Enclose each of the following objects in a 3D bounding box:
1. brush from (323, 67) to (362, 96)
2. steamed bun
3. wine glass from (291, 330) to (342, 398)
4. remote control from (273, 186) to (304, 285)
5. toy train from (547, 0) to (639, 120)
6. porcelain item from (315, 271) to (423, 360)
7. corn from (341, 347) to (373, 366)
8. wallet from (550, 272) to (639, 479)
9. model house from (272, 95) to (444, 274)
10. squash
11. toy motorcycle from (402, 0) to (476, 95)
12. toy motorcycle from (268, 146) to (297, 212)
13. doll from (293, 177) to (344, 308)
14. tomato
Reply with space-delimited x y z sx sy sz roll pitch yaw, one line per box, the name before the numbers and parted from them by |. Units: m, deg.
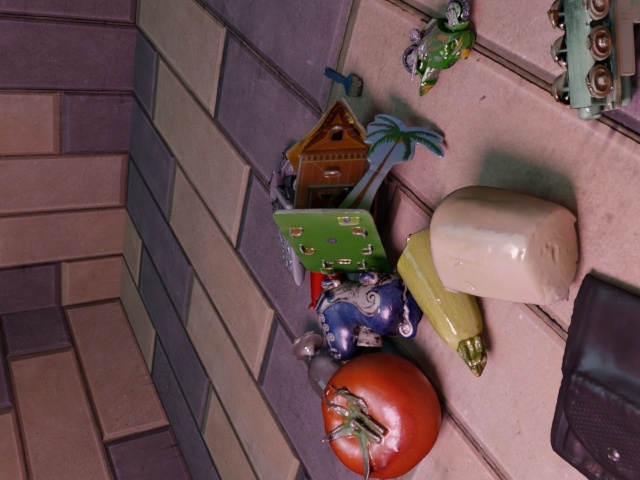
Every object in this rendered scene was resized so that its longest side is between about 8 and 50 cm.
brush | 0.051 -0.385 1.470 0.164 0.014 0.051 44 130 47
steamed bun | 0.310 0.003 1.009 0.225 0.170 0.200 17 144 40
wine glass | 0.013 0.346 1.601 0.222 0.103 0.103 49 136 42
remote control | -0.082 -0.008 1.661 0.103 0.051 0.293 -126 22 -44
toy train | 0.383 -0.265 0.840 0.080 0.125 0.194 -171 73 -65
porcelain item | 0.099 0.166 1.330 0.288 0.138 0.186 -13 74 46
corn | 0.092 0.295 1.468 0.097 0.096 0.320 -26 71 58
wallet | 0.457 0.240 0.905 0.247 0.041 0.323 31 120 51
model house | 0.107 -0.122 1.336 0.300 0.339 0.324 59 -147 -61
squash | 0.240 0.121 1.178 0.137 0.137 0.288 -35 75 56
toy motorcycle | 0.225 -0.360 1.142 0.190 0.074 0.106 -41 70 54
toy motorcycle | -0.090 -0.146 1.691 0.122 0.080 0.215 43 127 48
doll | 0.000 0.000 1.565 0.188 0.099 0.384 5 103 59
tomato | 0.125 0.363 1.283 0.255 0.224 0.256 -3 85 40
